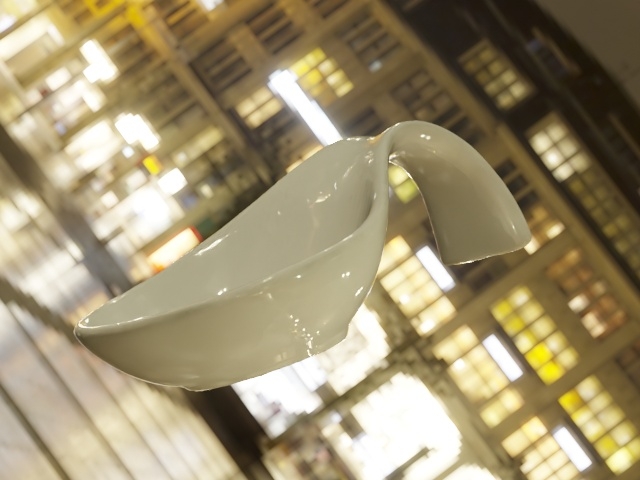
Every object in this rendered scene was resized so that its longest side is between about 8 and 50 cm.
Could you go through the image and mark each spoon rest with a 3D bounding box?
[{"bbox_3d":[0.000,0.000,0.745,0.276,0.137,0.084,-21,94,-54],"label":"spoon rest"}]
